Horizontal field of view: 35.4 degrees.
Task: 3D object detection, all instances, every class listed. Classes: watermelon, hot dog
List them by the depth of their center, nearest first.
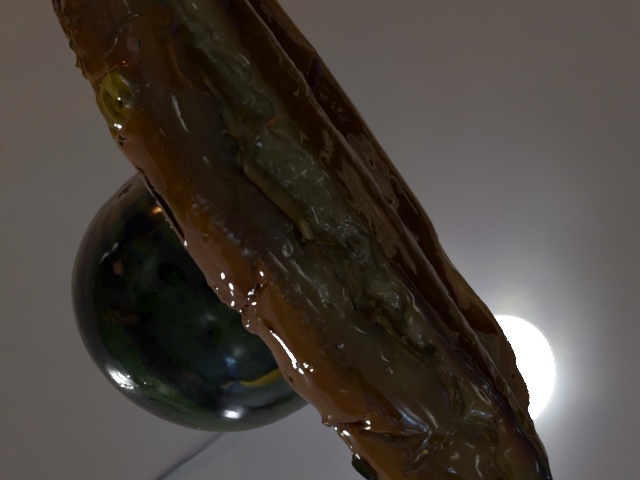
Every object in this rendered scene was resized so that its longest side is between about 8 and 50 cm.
[{"bbox_3d":[0.000,0.000,0.356,0.072,0.115,0.269,-33,-86,7],"label":"hot dog"},{"bbox_3d":[-0.087,0.037,0.948,0.285,0.285,0.285,-2,-85,-18],"label":"watermelon"}]
